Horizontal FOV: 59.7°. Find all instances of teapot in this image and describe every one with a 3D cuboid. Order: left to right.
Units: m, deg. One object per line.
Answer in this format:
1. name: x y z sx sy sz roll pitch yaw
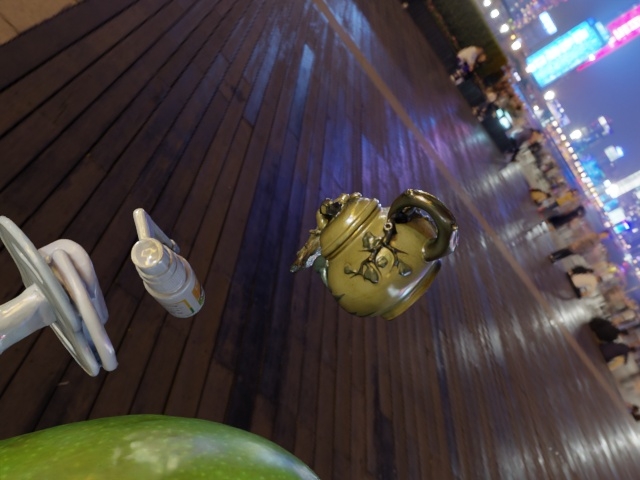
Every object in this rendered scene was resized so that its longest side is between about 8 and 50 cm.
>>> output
1. teapot: 0.073 0.003 0.781 0.182 0.269 0.173 44 52 -3

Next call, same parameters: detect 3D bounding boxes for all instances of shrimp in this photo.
1. shrimp: 0.000 0.000 1.013 0.051 0.217 0.150 38 28 -4

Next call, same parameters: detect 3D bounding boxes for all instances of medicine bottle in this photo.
1. medicine bottle: -0.197 0.035 0.717 0.221 0.061 0.092 99 -24 -71

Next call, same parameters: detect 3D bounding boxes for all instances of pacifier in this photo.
1. pacifier: -0.405 0.116 0.762 0.225 0.287 0.238 -33 65 -28

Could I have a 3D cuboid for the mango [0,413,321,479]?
1. mango: -0.165 0.221 0.311 0.225 0.381 0.201 -117 -167 -67
